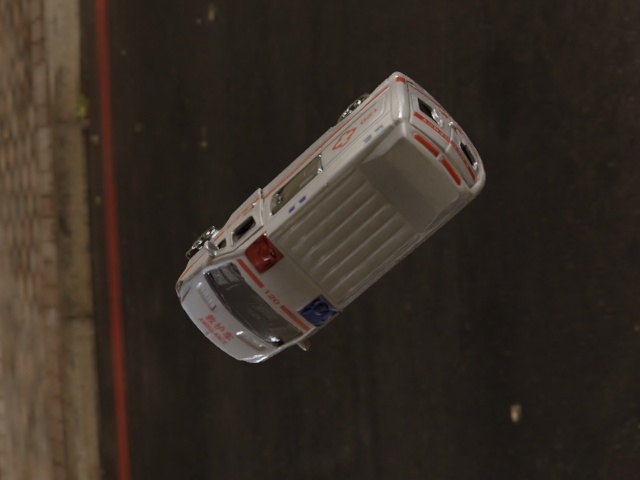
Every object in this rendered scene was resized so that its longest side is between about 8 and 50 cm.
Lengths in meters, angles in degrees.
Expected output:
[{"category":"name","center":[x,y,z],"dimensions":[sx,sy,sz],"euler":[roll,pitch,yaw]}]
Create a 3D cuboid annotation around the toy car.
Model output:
[{"category":"toy car","center":[0.000,0.000,0.782],"dimensions":[0.209,0.089,0.108],"euler":[-40,13,16]}]
